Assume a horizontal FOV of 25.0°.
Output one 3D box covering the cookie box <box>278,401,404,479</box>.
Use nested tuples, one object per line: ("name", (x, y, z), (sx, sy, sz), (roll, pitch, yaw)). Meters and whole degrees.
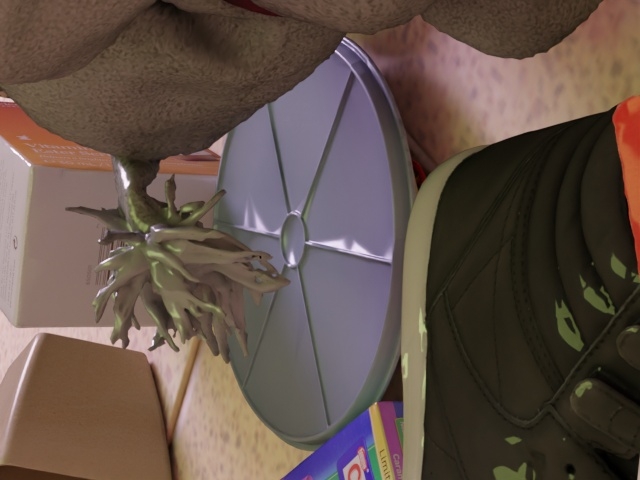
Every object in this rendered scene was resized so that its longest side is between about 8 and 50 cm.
("cookie box", (0.025, 0.131, 0.634), (0.107, 0.040, 0.091), (-46, 49, 50))

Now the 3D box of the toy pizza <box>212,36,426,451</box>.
("toy pizza", (0.000, 0.000, 0.697), (0.201, 0.032, 0.201), (-3, 87, 62))

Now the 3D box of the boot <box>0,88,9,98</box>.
("boot", (-0.243, -0.301, 0.989), (0.377, 0.138, 0.284), (57, 147, 7))

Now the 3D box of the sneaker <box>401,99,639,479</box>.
("sneaker", (0.094, 0.087, 0.440), (0.147, 0.105, 0.295), (142, 128, -61))

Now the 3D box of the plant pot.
("plant pot", (-0.158, 0.120, 0.916), (0.109, 0.109, 0.096), (-42, 39, 53))

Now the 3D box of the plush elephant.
("plush elephant", (-0.036, -0.143, 0.513), (0.255, 0.272, 0.330), (-32, 74, 47))

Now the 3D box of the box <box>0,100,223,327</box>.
("box", (-0.135, -0.019, 0.842), (0.170, 0.130, 0.091), (33, 118, 57))

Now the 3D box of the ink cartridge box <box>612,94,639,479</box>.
("ink cartridge box", (0.154, 0.047, 0.311), (0.181, 0.056, 0.224), (-15, 75, 29))
